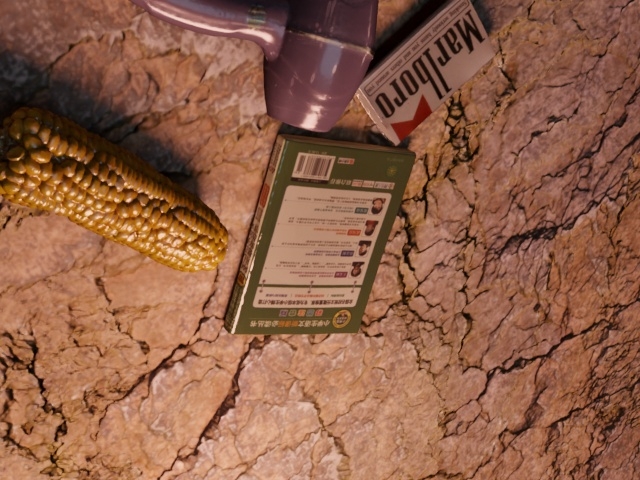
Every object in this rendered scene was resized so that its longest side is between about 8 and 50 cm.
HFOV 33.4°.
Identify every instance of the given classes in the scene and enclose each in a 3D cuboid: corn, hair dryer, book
[{"bbox_3d":[-0.216,-0.048,1.134,0.313,0.102,0.102,26,101,-43],"label":"corn"},{"bbox_3d":[-0.089,-0.284,1.083,0.361,0.121,0.301,8,103,-31],"label":"hair dryer"},{"bbox_3d":[0.000,0.000,1.347,0.202,0.027,0.264,2,114,-35],"label":"book"}]

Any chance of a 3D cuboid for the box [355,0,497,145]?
[{"bbox_3d":[0.127,-0.213,1.300,0.177,0.036,0.115,-43,132,-5],"label":"box"}]
